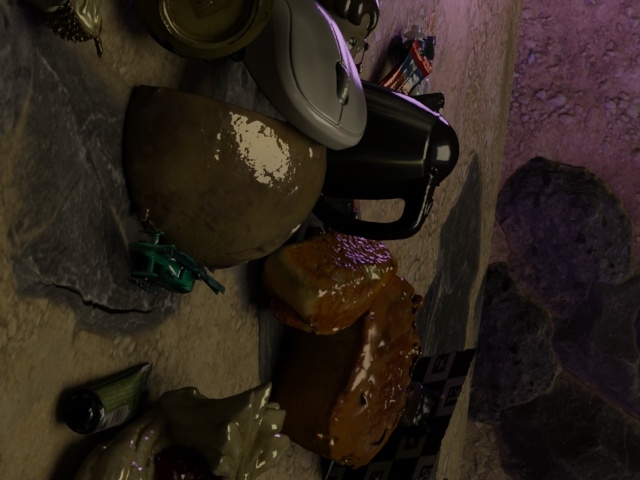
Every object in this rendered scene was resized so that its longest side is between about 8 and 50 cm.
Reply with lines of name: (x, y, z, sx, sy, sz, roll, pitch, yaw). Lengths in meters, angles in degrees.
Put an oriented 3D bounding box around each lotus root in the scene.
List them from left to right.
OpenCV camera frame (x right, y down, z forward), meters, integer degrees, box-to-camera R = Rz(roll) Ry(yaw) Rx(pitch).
lotus root: (-0.001, -0.002, 2.209, 0.037, 0.030, 0.083, -46, 154, 1)

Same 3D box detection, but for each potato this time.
potato: (-0.126, -0.071, 1.582, 0.264, 0.189, 0.211, 32, 71, -69)

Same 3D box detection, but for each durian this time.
durian: (-0.264, -0.258, 1.270, 0.110, 0.071, 0.140, -43, 127, -66)

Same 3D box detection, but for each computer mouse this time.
computer mouse: (-0.023, -0.253, 1.644, 0.121, 0.297, 0.184, -44, 135, 13)

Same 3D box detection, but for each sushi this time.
sushi: (0.121, 0.338, 2.451, 0.100, 0.373, 0.296, 35, 64, -21)

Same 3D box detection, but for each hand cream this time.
hand cream: (-0.269, 0.210, 1.567, 0.235, 0.055, 0.086, -2, 107, -78)

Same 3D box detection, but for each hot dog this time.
hot dog: (0.002, 0.073, 2.036, 0.257, 0.150, 0.153, -17, 148, -46)

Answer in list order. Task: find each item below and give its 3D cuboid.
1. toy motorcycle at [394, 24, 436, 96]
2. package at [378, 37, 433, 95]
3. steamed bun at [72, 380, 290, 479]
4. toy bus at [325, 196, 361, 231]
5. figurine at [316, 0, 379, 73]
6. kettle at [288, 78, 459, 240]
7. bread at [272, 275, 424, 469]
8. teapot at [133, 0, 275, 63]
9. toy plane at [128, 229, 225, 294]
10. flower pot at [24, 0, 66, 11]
toy motorcycle: (0.191, -0.322, 2.478, 0.150, 0.102, 0.221, -75, 166, -55)
package: (0.147, -0.298, 2.364, 0.200, 0.022, 0.083, -51, 131, -20)
steamed bun: (-0.162, 0.299, 1.658, 0.428, 0.189, 0.247, 41, 61, -73)
toy bus: (0.046, -0.026, 2.285, 0.077, 0.065, 0.192, -74, 163, -48)
figurine: (0.017, -0.327, 1.888, 0.161, 0.158, 0.275, 14, 88, -31)
kettle: (0.095, -0.154, 2.030, 0.251, 0.271, 0.207, -60, 153, -45)
bread: (0.053, 0.229, 2.240, 0.337, 0.204, 0.358, 54, 53, -68)
teapot: (-0.149, -0.327, 1.464, 0.182, 0.173, 0.269, -111, 175, -61)
toy plane: (-0.198, 0.034, 1.578, 0.235, 0.096, 0.060, 47, 55, -69)
flower pot: (-0.229, -0.350, 1.110, 0.209, 0.239, 0.189, 57, 40, -23)
